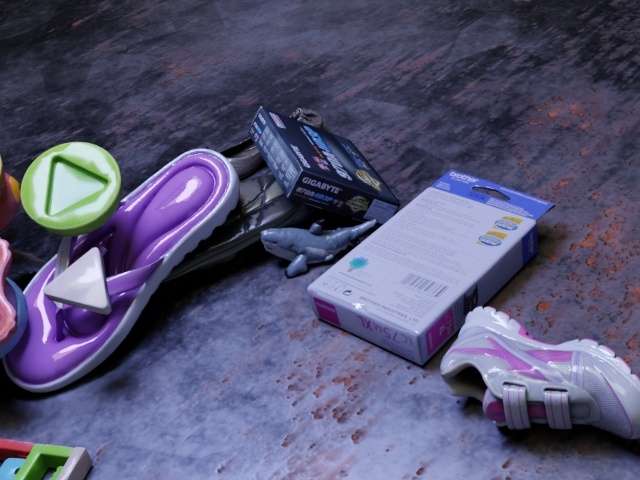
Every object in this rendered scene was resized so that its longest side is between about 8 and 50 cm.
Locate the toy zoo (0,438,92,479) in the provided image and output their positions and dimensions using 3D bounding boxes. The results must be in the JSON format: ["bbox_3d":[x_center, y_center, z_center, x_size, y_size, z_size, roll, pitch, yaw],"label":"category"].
[{"bbox_3d":[-0.434,0.306,1.101,0.293,0.030,0.192,2,38,20],"label":"toy zoo"}]

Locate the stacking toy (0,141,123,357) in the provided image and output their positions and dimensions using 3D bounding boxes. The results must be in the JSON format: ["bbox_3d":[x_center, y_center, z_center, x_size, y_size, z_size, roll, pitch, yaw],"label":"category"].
[{"bbox_3d":[-0.389,0.015,1.265,0.279,0.130,0.309,-5,64,1],"label":"stacking toy"}]

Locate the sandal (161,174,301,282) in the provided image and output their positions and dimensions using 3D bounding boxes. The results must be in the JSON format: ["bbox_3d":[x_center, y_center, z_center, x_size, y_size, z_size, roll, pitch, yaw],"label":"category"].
[{"bbox_3d":[-0.167,-0.001,1.394,0.302,0.086,0.120,-18,58,-5],"label":"sandal"}]

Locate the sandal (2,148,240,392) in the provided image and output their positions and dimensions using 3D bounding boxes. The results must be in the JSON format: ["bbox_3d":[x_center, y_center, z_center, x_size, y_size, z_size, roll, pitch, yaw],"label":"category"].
[{"bbox_3d":[-0.285,0.015,1.295,0.169,0.102,0.416,32,72,27],"label":"sandal"}]

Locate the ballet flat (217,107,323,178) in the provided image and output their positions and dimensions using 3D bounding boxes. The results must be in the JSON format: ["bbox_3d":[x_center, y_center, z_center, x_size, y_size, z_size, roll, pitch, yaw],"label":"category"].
[{"bbox_3d":[-0.105,-0.162,1.620,0.250,0.058,0.084,-25,36,-17],"label":"ballet flat"}]

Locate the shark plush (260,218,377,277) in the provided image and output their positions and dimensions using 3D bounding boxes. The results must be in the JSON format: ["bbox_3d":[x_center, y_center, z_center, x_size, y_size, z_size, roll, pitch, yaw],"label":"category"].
[{"bbox_3d":[0.000,0.000,1.353,0.161,0.067,0.073,-6,35,10],"label":"shark plush"}]

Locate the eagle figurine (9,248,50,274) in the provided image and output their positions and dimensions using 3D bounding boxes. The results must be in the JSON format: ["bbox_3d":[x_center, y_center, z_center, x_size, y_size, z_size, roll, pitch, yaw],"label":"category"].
[{"bbox_3d":[-0.554,0.016,1.409,0.298,0.226,0.225,-34,21,-20],"label":"eagle figurine"}]

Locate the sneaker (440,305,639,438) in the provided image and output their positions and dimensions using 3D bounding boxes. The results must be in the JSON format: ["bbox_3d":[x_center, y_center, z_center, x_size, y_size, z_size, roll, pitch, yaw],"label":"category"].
[{"bbox_3d":[0.235,0.164,1.035,0.252,0.103,0.111,16,48,44],"label":"sneaker"}]

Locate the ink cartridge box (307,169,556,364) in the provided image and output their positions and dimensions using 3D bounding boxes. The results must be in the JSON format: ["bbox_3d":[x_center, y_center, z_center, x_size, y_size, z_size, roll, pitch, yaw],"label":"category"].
[{"bbox_3d":[0.155,0.024,1.276,0.185,0.065,0.311,22,50,39],"label":"ink cartridge box"}]

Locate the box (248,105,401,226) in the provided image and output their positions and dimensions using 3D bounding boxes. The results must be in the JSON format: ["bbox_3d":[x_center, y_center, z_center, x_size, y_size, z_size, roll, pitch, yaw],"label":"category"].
[{"bbox_3d":[0.002,-0.111,1.439,0.175,0.051,0.220,17,23,-29],"label":"box"}]
